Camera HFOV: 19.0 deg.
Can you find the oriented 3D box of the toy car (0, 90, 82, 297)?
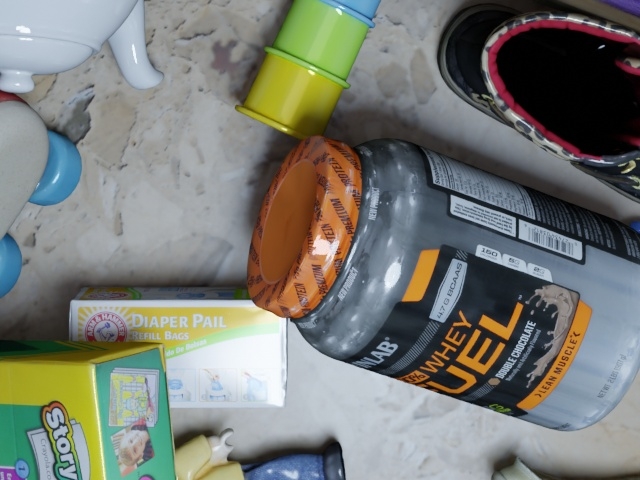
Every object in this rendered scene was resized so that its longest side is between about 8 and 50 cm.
[{"bbox_3d":[-0.390,-0.082,1.773,0.238,0.219,0.210,34,94,24],"label":"toy car"}]

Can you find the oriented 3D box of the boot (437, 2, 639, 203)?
[{"bbox_3d":[0.289,-0.110,1.716,0.377,0.284,0.138,27,95,-2],"label":"boot"}]

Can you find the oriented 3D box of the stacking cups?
[{"bbox_3d":[0.024,-0.247,1.792,0.096,0.096,0.316,24,94,-4],"label":"stacking cups"}]

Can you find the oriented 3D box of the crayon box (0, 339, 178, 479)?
[{"bbox_3d":[-0.272,0.276,1.751,0.313,0.106,0.363,-1,97,35],"label":"crayon box"}]

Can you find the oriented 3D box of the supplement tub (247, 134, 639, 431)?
[{"bbox_3d":[0.118,0.034,1.728,0.338,0.207,0.207,19,95,-20],"label":"supplement tub"}]

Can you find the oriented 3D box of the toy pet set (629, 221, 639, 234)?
[{"bbox_3d":[0.323,0.043,1.858,0.122,0.065,0.114,-27,130,4],"label":"toy pet set"}]

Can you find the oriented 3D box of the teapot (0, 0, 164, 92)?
[{"bbox_3d":[-0.275,-0.226,1.706,0.256,0.252,0.187,4,87,2],"label":"teapot"}]

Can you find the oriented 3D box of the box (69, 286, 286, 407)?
[{"bbox_3d":[-0.133,0.100,1.812,0.203,0.114,0.103,0,95,0],"label":"box"}]

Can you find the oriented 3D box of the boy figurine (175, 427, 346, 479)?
[{"bbox_3d":[-0.110,0.275,1.841,0.285,0.092,0.177,-11,96,0],"label":"boy figurine"}]

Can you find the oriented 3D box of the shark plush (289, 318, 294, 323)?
[{"bbox_3d":[0.000,0.000,1.829,0.073,0.067,0.161,35,93,-5],"label":"shark plush"}]

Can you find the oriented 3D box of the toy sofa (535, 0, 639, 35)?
[{"bbox_3d":[0.265,-0.270,1.725,0.362,0.177,0.150,18,94,-15],"label":"toy sofa"}]

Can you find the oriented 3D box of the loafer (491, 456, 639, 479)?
[{"bbox_3d":[0.291,0.266,1.852,0.268,0.102,0.092,26,93,-13],"label":"loafer"}]
